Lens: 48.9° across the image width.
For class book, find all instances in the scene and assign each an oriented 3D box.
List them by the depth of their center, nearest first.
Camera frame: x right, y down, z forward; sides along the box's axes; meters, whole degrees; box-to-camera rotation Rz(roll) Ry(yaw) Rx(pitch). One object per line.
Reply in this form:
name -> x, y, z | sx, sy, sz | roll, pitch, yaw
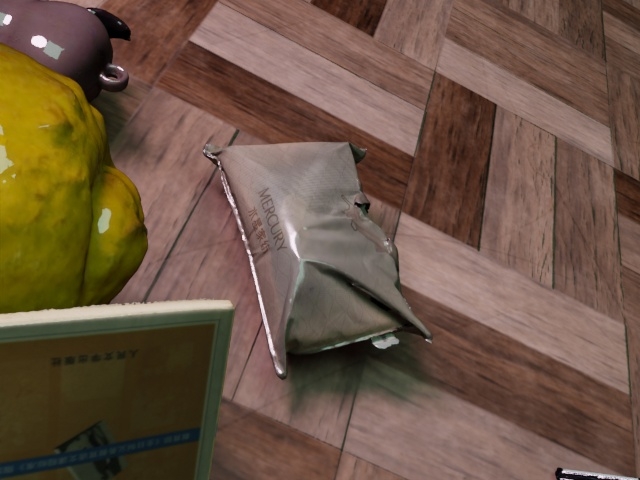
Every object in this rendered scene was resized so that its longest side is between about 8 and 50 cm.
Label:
book -> -0.148, 0.151, 0.438 | 0.170, 0.241, 0.018 | -2, 24, -29

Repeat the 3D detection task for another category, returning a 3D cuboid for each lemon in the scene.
lemon -> -0.289, -0.009, 0.462 | 0.316, 0.285, 0.285 | -25, 64, -2

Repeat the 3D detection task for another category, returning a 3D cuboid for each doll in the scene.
doll -> -0.316, -0.199, 0.698 | 0.258, 0.117, 0.181 | 24, 48, -9

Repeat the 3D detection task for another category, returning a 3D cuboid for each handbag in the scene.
handbag -> 0.000, 0.000, 0.710 | 0.183, 0.117, 0.270 | -10, 59, -18

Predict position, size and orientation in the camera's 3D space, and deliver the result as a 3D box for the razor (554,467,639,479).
razor -> 0.246, 0.326, 0.631 | 0.082, 0.042, 0.253 | -2, 41, 25
